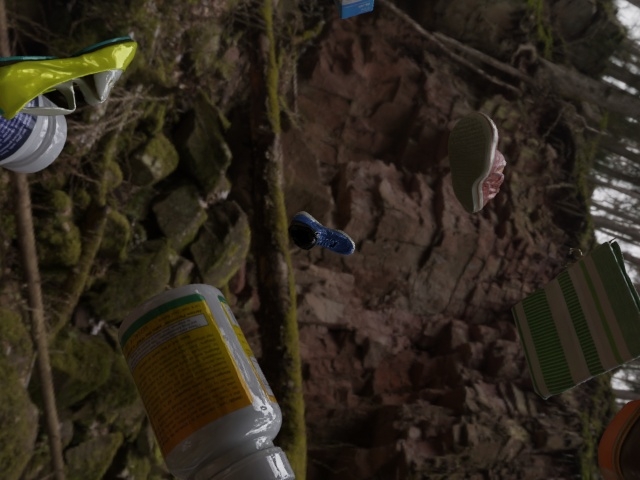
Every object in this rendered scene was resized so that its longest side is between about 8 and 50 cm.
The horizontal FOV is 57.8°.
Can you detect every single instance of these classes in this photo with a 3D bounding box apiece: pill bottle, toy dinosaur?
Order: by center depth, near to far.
[{"bbox_3d":[-0.110,0.157,0.568,0.208,0.118,0.117,58,-46,25],"label":"pill bottle"},{"bbox_3d":[-0.480,-0.191,0.787,0.265,0.153,0.153,44,57,-73],"label":"pill bottle"},{"bbox_3d":[0.671,0.057,1.462,0.093,0.053,0.183,21,-126,39],"label":"toy dinosaur"}]

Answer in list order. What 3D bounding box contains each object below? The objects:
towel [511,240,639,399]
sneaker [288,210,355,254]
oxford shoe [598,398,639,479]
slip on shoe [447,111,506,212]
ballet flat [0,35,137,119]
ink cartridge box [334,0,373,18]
[{"bbox_3d":[0.548,0.180,1.246,0.325,0.038,0.247,125,-32,-49],"label":"towel"},{"bbox_3d":[0.000,0.001,1.250,0.058,0.152,0.084,-55,-175,33],"label":"sneaker"},{"bbox_3d":[0.527,0.198,0.778,0.363,0.130,0.133,-50,-179,-18],"label":"oxford shoe"},{"bbox_3d":[0.355,-0.178,1.284,0.101,0.331,0.123,-34,-119,-4],"label":"slip on shoe"},{"bbox_3d":[-0.322,-0.206,0.748,0.077,0.231,0.077,-12,-74,37],"label":"ballet flat"},{"bbox_3d":[0.047,-0.452,0.906,0.180,0.060,0.104,90,-17,-73],"label":"ink cartridge box"}]
